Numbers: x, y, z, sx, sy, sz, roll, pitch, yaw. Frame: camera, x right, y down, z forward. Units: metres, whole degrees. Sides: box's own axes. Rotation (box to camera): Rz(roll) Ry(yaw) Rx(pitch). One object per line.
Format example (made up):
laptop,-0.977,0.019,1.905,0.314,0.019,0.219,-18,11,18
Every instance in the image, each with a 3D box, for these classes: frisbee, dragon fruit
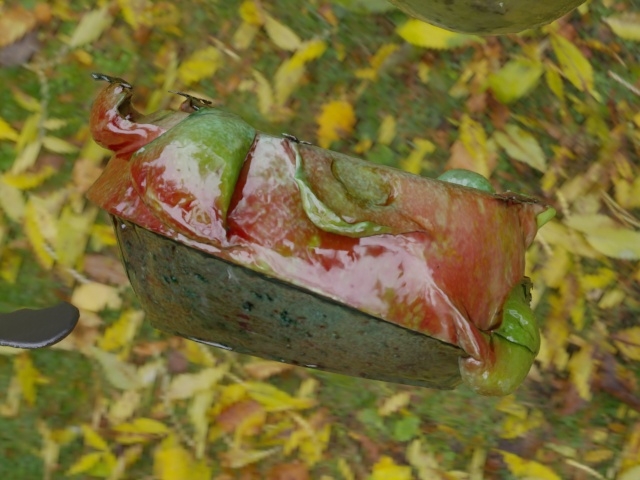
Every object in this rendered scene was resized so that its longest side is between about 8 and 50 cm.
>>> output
frisbee,-0.287,0.072,1.159,0.187,0.012,0.211,-29,27,-26
dragon fruit,0.000,0.000,0.909,0.268,0.295,0.130,14,92,46

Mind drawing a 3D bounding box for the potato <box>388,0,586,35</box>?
potato,0.086,-0.205,0.784,0.148,0.197,0.228,49,140,42
